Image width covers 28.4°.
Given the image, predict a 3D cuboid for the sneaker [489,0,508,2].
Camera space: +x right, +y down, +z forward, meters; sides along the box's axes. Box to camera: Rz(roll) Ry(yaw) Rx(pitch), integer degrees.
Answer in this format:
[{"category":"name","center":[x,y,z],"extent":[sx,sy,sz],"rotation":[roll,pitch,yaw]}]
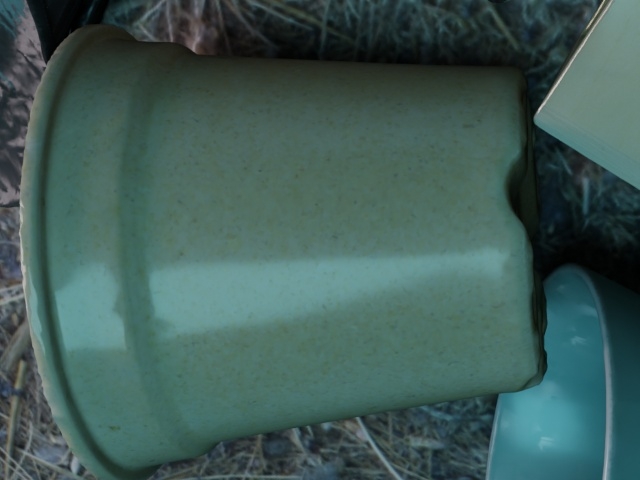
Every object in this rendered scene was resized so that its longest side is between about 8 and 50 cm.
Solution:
[{"category":"sneaker","center":[0.145,-0.222,0.729],"extent":[0.118,0.279,0.107],"rotation":[-41,101,-6]}]

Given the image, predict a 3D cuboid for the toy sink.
[{"category":"toy sink","center":[0.249,-0.160,0.774],"extent":[0.131,0.153,0.234],"rotation":[33,126,3]}]

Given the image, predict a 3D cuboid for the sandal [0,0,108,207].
[{"category":"sandal","center":[-0.244,-0.205,0.980],"extent":[0.168,0.107,0.445],"rotation":[21,123,10]}]

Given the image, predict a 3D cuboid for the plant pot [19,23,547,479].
[{"category":"plant pot","center":[0.000,0.000,0.892],"extent":[0.306,0.334,0.333],"rotation":[-4,116,13]}]

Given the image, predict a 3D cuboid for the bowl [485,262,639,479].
[{"category":"bowl","center":[0.232,0.180,0.913],"extent":[0.163,0.311,0.311],"rotation":[8,122,-4]}]
